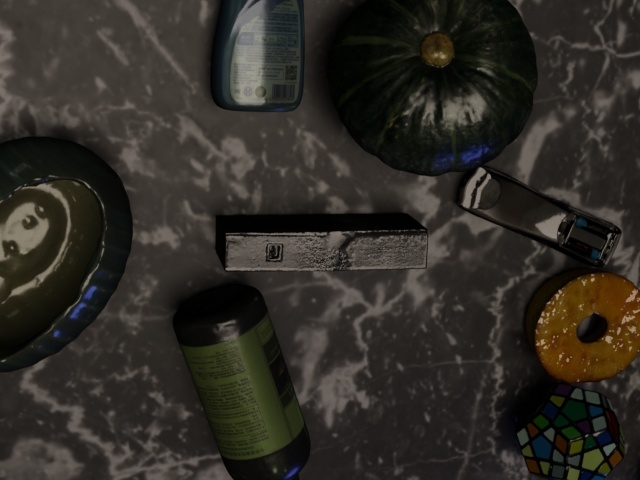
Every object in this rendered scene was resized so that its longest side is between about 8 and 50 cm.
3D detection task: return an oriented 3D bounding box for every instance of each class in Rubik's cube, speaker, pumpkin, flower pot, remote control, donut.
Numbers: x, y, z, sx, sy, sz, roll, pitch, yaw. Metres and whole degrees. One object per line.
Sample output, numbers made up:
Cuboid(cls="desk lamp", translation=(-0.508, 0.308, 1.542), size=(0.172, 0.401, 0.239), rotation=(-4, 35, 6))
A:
Cuboid(cls="Rubik's cube", translation=(0.296, 0.233, 1.184), size=(0.111, 0.133, 0.133), rotation=(-11, 110, -42))
Cuboid(cls="speaker", translation=(0.000, 0.000, 1.064), size=(0.218, 0.082, 0.044), rotation=(0, 106, -12))
Cuboid(cls="pumpkin", translation=(0.114, -0.168, 1.007), size=(0.211, 0.152, 0.212), rotation=(1, 76, -4))
Cuboid(cls="flower pot", translation=(-0.289, 0.013, 0.954), size=(0.189, 0.157, 0.243), rotation=(40, 94, -19))
Cuboid(cls="remote control", translation=(0.254, -0.027, 1.147), size=(0.212, 0.028, 0.059), rotation=(21, 100, -19))
Cuboid(cls="donut", translation=(0.311, 0.097, 1.180), size=(0.151, 0.058, 0.152), rotation=(-4, 106, -14))

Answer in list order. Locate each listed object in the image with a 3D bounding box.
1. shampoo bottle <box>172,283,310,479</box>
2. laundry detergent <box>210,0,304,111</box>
Cuboid(cls="shampoo bottle", translation=(-0.071, 0.191, 1.087), size=(0.101, 0.101, 0.284), rotation=(-20, 109, -8))
Cuboid(cls="laundry detergent", translation=(-0.059, -0.233, 0.994), size=(0.096, 0.061, 0.206), rotation=(2, 104, -12))
